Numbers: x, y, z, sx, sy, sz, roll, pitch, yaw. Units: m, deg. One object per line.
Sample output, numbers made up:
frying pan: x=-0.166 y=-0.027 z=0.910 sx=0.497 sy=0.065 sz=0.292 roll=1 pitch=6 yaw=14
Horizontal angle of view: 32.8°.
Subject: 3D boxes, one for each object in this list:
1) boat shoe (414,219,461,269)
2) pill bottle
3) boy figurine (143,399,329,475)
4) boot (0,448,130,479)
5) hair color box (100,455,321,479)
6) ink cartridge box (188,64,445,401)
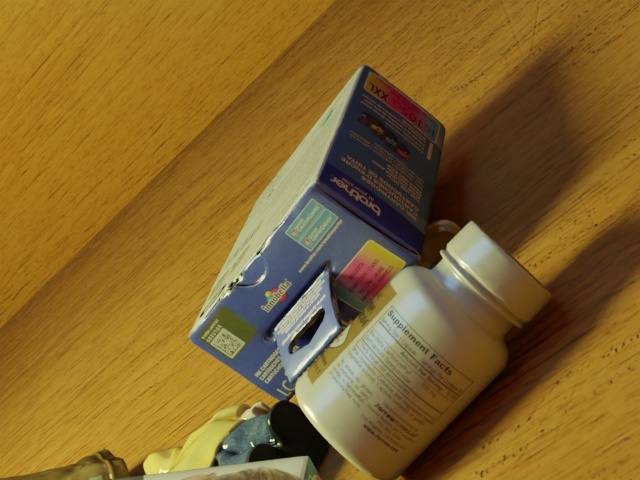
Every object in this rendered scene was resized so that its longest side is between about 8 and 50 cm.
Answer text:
boat shoe: x=0.112 y=0.033 z=1.235 sx=0.135 sy=0.050 sz=0.045 roll=-50 pitch=19 yaw=32
pill bottle: x=0.097 y=0.098 z=1.002 sx=0.229 sy=0.131 sz=0.131 roll=-47 pitch=18 yaw=7
boy figurine: x=-0.119 y=0.266 z=1.235 sx=0.285 sy=0.092 sz=0.177 roll=-30 pitch=26 yaw=48
boot: x=-0.403 y=0.343 z=1.446 sx=0.236 sy=0.270 sz=0.089 roll=138 pitch=121 yaw=-65
hair color box: x=-0.167 y=0.312 z=1.009 sx=0.347 sy=0.105 sz=0.174 roll=-11 pitch=34 yaw=19
ink cartridge box: x=0.000 y=0.000 z=1.283 sx=0.270 sy=0.151 sz=0.395 roll=-50 pitch=9 yaw=31
